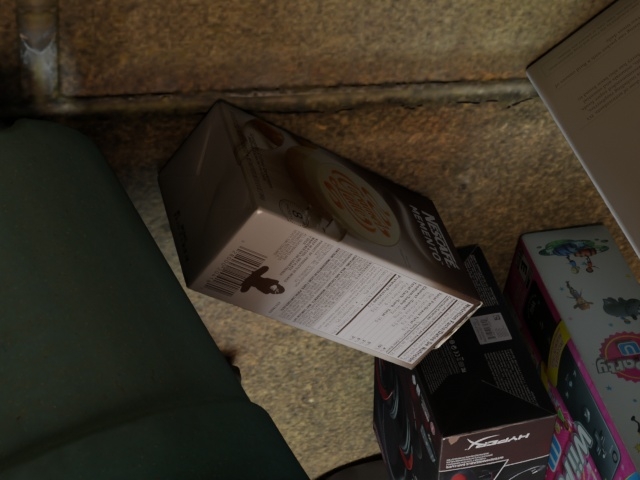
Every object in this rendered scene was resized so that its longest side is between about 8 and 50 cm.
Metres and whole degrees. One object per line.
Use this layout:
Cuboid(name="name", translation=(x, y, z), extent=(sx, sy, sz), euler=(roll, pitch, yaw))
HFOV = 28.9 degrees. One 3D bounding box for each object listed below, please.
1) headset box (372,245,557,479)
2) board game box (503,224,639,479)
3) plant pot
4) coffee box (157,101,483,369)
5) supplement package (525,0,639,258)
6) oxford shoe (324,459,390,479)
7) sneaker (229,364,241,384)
Cuboid(name="headset box", translation=(0.129, 0.188, 1.217), extent=(0.110, 0.218, 0.293), euler=(-10, 136, -9))
Cuboid(name="board game box", translation=(0.260, 0.170, 1.183), extent=(0.098, 0.303, 0.224), euler=(-6, 134, -14))
Cuboid(name="plant pot", translation=(-0.209, 0.117, 0.884), extent=(0.341, 0.334, 0.341), euler=(-23, 159, -10))
Cuboid(name="coffee box", translation=(0.000, 0.000, 1.044), extent=(0.247, 0.141, 0.098), euler=(22, 122, -36))
Cuboid(name="supplement package", translation=(0.324, -0.057, 0.993), extent=(0.177, 0.293, 0.175), euler=(-36, 134, 17))
Cuboid(name="oxford shoe", translation=(0.018, 0.312, 1.421), extent=(0.212, 0.076, 0.076), euler=(-29, 165, 6))
Cuboid(name="sneaker", translation=(-0.137, 0.161, 1.220), extent=(0.089, 0.051, 0.170), euler=(11, 124, -28))
